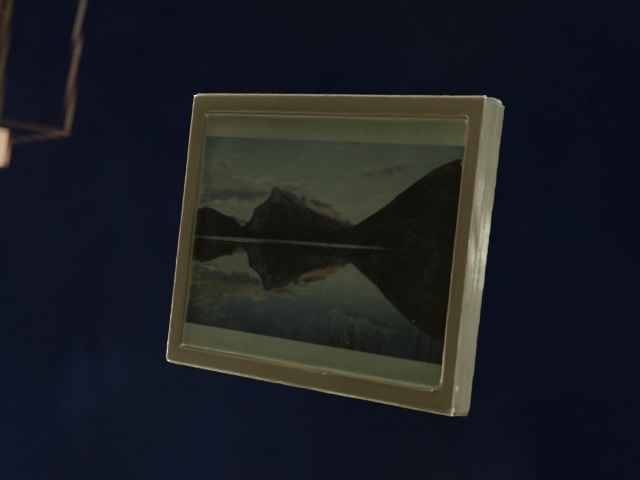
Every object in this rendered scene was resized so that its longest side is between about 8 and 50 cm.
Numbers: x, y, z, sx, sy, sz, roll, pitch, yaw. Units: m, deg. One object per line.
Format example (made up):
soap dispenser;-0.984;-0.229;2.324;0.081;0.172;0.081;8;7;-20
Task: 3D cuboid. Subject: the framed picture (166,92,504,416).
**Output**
framed picture;0.000;0.000;0.797;0.203;0.015;0.150;7;-90;43
